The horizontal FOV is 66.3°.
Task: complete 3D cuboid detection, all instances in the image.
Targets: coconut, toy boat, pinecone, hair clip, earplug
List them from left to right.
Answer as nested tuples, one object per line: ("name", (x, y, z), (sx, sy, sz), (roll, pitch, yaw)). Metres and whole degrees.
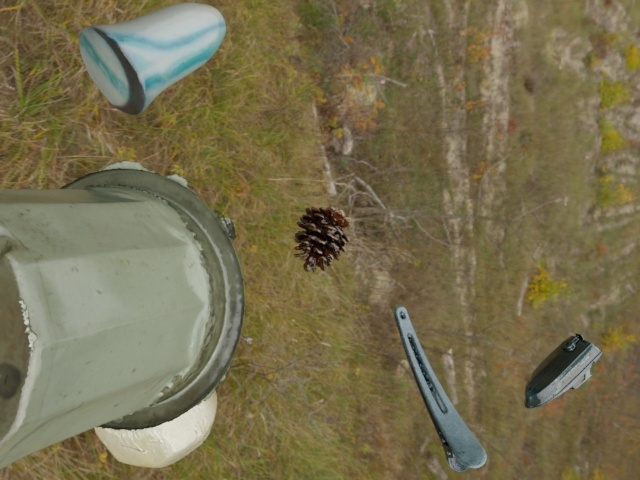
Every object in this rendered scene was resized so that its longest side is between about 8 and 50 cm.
("coconut", (-0.495, 0.467, 1.457), (0.346, 0.347, 0.360), (-39, 125, -37))
("earplug", (-0.332, -0.432, 1.080), (0.324, 0.185, 0.184), (-46, 127, -33))
("pinecone", (0.002, 0.001, 1.556), (0.169, 0.185, 0.212), (11, 67, -15))
("hair clip", (0.178, 0.237, 0.806), (0.048, 0.275, 0.083), (-20, 153, -10))
("toy boat", (0.366, 0.209, 0.758), (0.141, 0.055, 0.060), (-41, 101, -7))

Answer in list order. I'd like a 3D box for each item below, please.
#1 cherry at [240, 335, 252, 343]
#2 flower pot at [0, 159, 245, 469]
("cherry", (-0.247, 0.257, 1.068), (0.115, 0.188, 0.147), (74, 30, -85))
("flower pot", (-0.234, 0.063, 0.414), (0.259, 0.291, 0.289), (-8, 104, -79))
